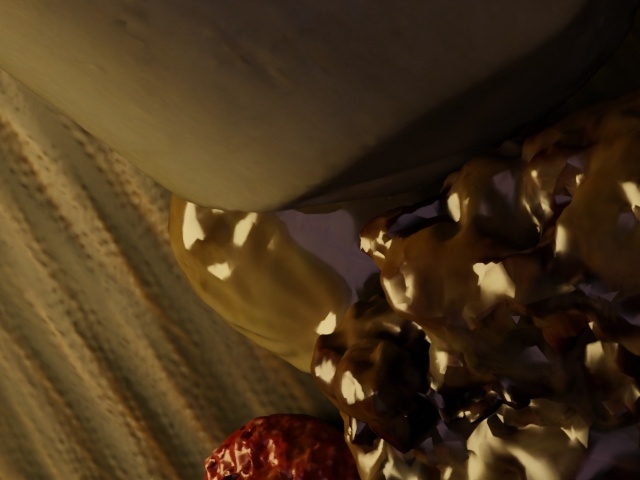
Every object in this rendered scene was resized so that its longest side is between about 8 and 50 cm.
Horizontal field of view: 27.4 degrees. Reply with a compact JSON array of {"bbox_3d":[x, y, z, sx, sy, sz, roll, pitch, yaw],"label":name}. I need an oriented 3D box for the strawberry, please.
[{"bbox_3d":[-0.030,0.184,0.725,0.121,0.082,0.188,33,115,16],"label":"strawberry"}]

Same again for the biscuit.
[{"bbox_3d":[0.141,0.085,0.466,0.334,0.081,0.289,-13,115,39],"label":"biscuit"}]

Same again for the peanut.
[{"bbox_3d":[0.000,0.000,0.628,0.159,0.109,0.140,37,132,16],"label":"peanut"}]

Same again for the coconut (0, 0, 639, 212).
[{"bbox_3d":[-0.026,-0.171,0.468,0.323,0.323,0.322,9,108,28],"label":"coconut"}]
